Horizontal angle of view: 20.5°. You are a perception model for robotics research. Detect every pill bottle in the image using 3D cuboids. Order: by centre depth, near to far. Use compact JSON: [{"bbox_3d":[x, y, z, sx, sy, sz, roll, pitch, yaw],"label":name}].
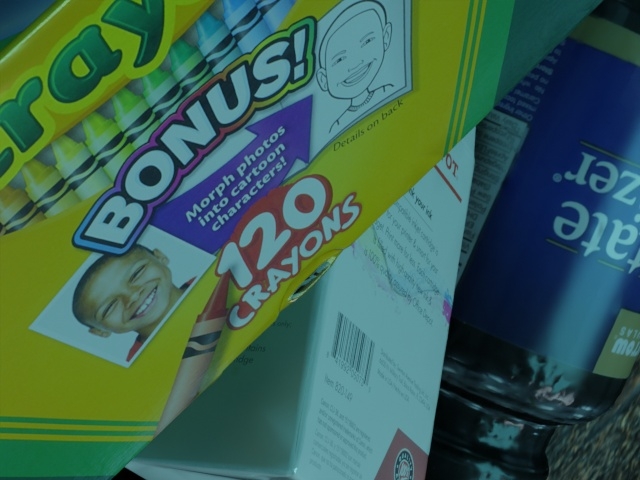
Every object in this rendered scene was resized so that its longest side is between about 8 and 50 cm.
[{"bbox_3d":[0.087,-0.001,0.734,0.123,0.122,0.219,11,103,-58],"label":"pill bottle"}]

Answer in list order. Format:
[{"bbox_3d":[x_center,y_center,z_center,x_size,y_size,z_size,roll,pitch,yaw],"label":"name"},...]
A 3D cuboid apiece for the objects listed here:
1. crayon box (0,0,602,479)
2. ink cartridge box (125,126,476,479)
[{"bbox_3d":[-0.050,-0.047,0.485,0.278,0.081,0.165,-44,148,-8],"label":"crayon box"},{"bbox_3d":[0.000,0.000,0.622,0.115,0.067,0.198,47,50,-58],"label":"ink cartridge box"}]
